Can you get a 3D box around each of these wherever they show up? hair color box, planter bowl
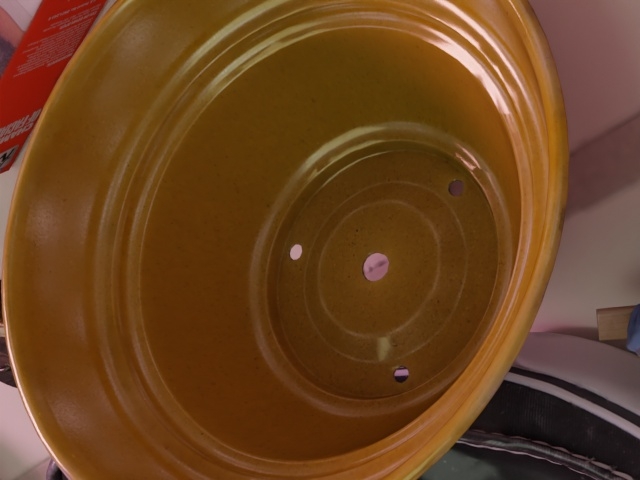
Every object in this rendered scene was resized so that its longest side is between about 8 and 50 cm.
[{"bbox_3d":[-0.152,-0.101,0.598,0.093,0.053,0.167,47,134,7],"label":"hair color box"},{"bbox_3d":[0.000,0.000,0.481,0.217,0.090,0.217,-11,69,30],"label":"planter bowl"}]

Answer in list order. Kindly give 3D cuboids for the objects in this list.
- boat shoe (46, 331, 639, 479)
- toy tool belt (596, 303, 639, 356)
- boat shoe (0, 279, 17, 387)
[{"bbox_3d":[0.015,0.097,0.539,0.301,0.102,0.108,5,116,37],"label":"boat shoe"},{"bbox_3d":[0.121,0.009,0.445,0.051,0.052,0.083,26,127,15],"label":"toy tool belt"},{"bbox_3d":[-0.138,0.045,0.671,0.152,0.056,0.049,-4,116,50],"label":"boat shoe"}]
